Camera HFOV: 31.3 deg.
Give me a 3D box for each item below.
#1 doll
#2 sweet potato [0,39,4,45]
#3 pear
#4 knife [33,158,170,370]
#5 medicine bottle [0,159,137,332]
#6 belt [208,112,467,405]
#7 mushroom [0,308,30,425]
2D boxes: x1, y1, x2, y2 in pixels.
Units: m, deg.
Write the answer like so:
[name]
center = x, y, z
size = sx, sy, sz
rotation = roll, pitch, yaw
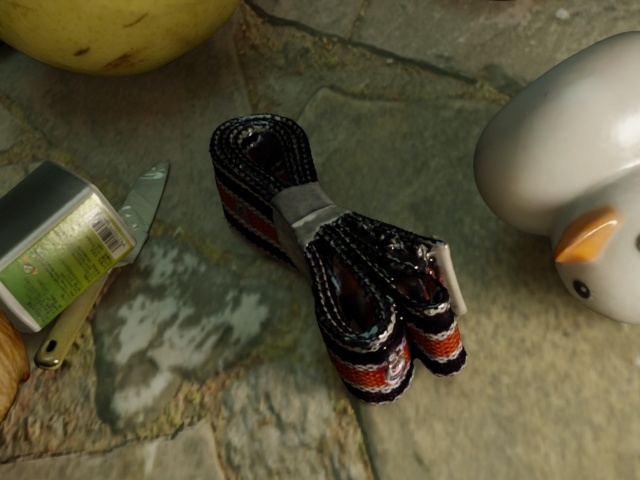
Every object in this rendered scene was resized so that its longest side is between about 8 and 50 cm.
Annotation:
[doll]
center = 0.245, -0.042, 0.907
size = 0.221, 0.221, 0.251
rotation = 18, 25, 35
[sweet potato]
center = -0.479, -0.281, 1.462
size = 0.336, 0.131, 0.131
rotation = -35, 43, -16
[pear]
center = -0.247, -0.351, 1.298
size = 0.348, 0.348, 0.348
rotation = -11, 41, 10
[knife]
center = -0.202, 0.015, 1.119
size = 0.047, 0.017, 0.298
rotation = 0, 41, 17
[medicine bottle]
center = -0.284, 0.021, 1.073
size = 0.188, 0.088, 0.132
rotation = -43, 34, -15
[belt]
center = 0.000, 0.000, 1.000
size = 0.126, 0.094, 0.359
rotation = -32, 41, -12
[mushroom]
center = -0.338, 0.151, 0.881
size = 0.283, 0.195, 0.263
rotation = 31, 73, 39
